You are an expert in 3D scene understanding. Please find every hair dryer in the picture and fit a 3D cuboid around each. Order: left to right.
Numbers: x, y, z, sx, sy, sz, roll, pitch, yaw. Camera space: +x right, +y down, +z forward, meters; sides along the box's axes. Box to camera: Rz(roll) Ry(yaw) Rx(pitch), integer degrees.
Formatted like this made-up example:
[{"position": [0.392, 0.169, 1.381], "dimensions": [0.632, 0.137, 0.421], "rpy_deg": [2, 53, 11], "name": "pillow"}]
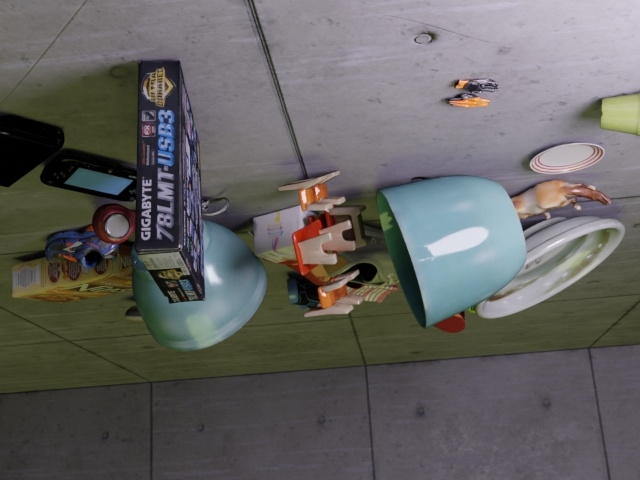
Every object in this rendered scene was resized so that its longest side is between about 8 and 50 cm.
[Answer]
[{"position": [-0.349, -0.039, 1.705], "dimensions": [0.293, 0.080, 0.223], "rpy_deg": [0, -174, 29], "name": "hair dryer"}]

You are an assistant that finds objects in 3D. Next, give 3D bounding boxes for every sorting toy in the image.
[{"position": [0.341, 0.080, 2.105], "dimensions": [0.127, 0.126, 0.366], "rpy_deg": [22, 144, 14], "name": "sorting toy"}]

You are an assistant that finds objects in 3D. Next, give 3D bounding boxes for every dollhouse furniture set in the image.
[{"position": [0.000, 0.000, 1.699], "dimensions": [0.135, 0.262, 0.259], "rpy_deg": [-9, -172, 22], "name": "dollhouse furniture set"}]

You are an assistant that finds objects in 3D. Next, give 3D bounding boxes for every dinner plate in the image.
[{"position": [0.475, -0.163, 1.644], "dimensions": [0.141, 0.017, 0.141], "rpy_deg": [-4, 163, -1], "name": "dinner plate"}]

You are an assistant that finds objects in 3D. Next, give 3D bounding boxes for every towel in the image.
[{"position": [0.116, 0.154, 2.530], "dimensions": [0.196, 0.029, 0.144], "rpy_deg": [2, 160, -17], "name": "towel"}]

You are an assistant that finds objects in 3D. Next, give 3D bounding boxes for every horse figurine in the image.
[{"position": [0.478, -0.080, 1.825], "dimensions": [0.174, 0.066, 0.263], "rpy_deg": [5, 163, -43], "name": "horse figurine"}]

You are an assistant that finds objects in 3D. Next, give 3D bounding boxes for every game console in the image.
[{"position": [-0.460, -0.132, 1.513], "dimensions": [0.361, 0.044, 0.213], "rpy_deg": [12, 157, -41], "name": "game console"}]

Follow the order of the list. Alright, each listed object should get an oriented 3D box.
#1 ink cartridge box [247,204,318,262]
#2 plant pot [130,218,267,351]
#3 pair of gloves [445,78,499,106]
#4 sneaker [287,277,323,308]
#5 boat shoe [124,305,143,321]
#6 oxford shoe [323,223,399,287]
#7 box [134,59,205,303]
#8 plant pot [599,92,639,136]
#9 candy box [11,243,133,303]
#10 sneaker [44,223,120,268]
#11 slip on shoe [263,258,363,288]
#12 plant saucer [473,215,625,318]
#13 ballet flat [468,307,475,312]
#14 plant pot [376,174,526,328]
[{"position": [-0.080, -0.010, 1.887], "dimensions": [0.143, 0.090, 0.092], "rpy_deg": [-14, 159, 28], "name": "ink cartridge box"}, {"position": [-0.287, 0.064, 1.834], "dimensions": [0.292, 0.293, 0.196], "rpy_deg": [-10, 135, 19], "name": "plant pot"}, {"position": [0.245, -0.239, 1.376], "dimensions": [0.074, 0.010, 0.083], "rpy_deg": [1, 159, -9], "name": "pair of gloves"}, {"position": [-0.032, 0.147, 2.412], "dimensions": [0.090, 0.082, 0.232], "rpy_deg": [-10, 168, 10], "name": "sneaker"}, {"position": [-0.402, 0.194, 2.487], "dimensions": [0.334, 0.096, 0.112], "rpy_deg": [0, 165, 5], "name": "boat shoe"}, {"position": [0.171, 0.052, 2.071], "dimensions": [0.449, 0.130, 0.169], "rpy_deg": [8, 154, -39], "name": "oxford shoe"}, {"position": [-0.228, -0.078, 1.316], "dimensions": [0.073, 0.296, 0.293], "rpy_deg": [-2, 163, -4], "name": "box"}, {"position": [0.509, -0.211, 1.420], "dimensions": [0.079, 0.083, 0.083], "rpy_deg": [3, 165, 17], "name": "plant pot"}, {"position": [-0.568, 0.083, 2.066], "dimensions": [0.316, 0.088, 0.183], "rpy_deg": [-11, 166, 25], "name": "candy box"}, {"position": [-0.536, 0.023, 1.903], "dimensions": [0.221, 0.087, 0.083], "rpy_deg": [-15, 158, 31], "name": "sneaker"}, {"position": [-0.008, 0.055, 2.088], "dimensions": [0.331, 0.101, 0.123], "rpy_deg": [13, 157, -39], "name": "slip on shoe"}, {"position": [0.529, 0.043, 2.040], "dimensions": [0.400, 0.101, 0.400], "rpy_deg": [-23, 156, -11], "name": "plant saucer"}, {"position": [0.451, 0.182, 2.622], "dimensions": [0.077, 0.077, 0.231], "rpy_deg": [8, 168, 19], "name": "ballet flat"}, {"position": [0.270, 0.002, 1.709], "dimensions": [0.235, 0.293, 0.293], "rpy_deg": [-18, 162, -3], "name": "plant pot"}]
